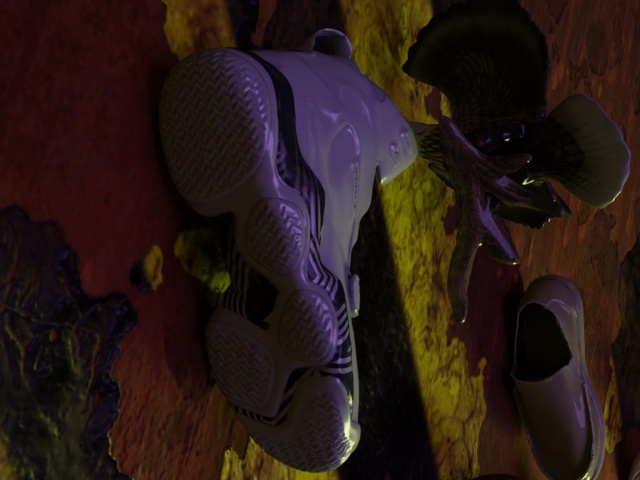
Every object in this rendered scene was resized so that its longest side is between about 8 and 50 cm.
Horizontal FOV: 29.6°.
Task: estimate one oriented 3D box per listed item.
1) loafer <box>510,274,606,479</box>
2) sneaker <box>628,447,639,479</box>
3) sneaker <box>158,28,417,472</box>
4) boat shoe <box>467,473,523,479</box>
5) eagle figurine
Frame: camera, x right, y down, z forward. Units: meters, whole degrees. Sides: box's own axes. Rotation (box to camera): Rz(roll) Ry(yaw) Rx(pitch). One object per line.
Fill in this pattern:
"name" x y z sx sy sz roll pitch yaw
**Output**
"loafer" 0.280 0.179 1.491 0.092 0.102 0.268 -7 87 -54
"sneaker" 0.558 0.417 1.889 0.148 0.131 0.350 -52 137 -51
"sneaker" 0.000 0.000 1.027 0.210 0.137 0.365 -31 113 -49
"boat shoe" 0.158 0.319 1.333 0.207 0.073 0.073 -17 107 -47
"eagle figurine" 0.158 -0.099 1.170 0.225 0.226 0.298 37 25 -2
